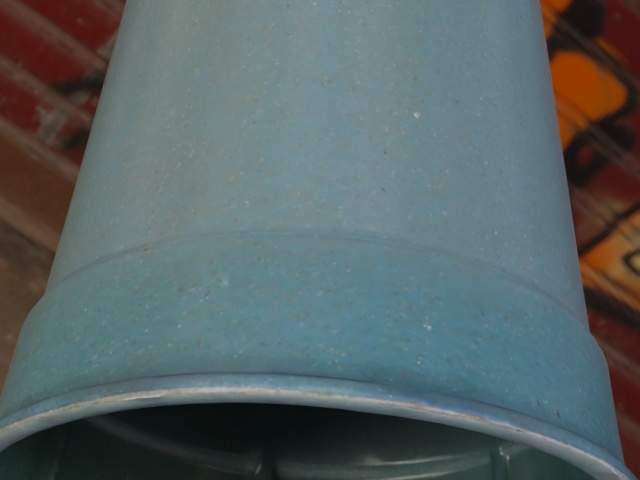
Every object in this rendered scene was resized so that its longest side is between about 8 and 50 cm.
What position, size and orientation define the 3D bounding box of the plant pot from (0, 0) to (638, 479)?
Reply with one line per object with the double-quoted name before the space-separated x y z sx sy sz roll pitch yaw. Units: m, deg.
"plant pot" 0.000 0.000 0.731 0.341 0.341 0.334 24 55 -33
